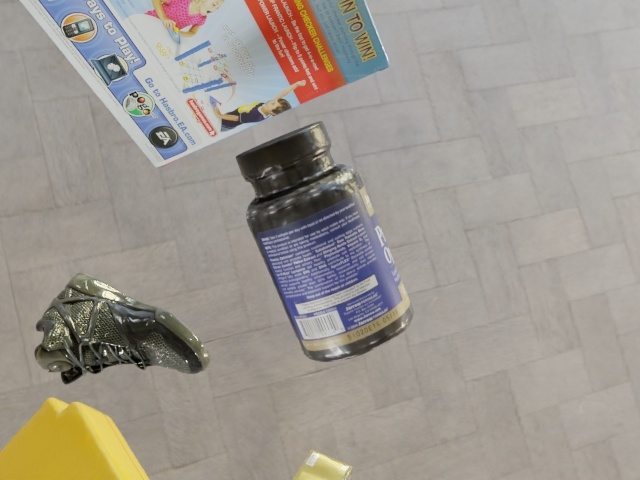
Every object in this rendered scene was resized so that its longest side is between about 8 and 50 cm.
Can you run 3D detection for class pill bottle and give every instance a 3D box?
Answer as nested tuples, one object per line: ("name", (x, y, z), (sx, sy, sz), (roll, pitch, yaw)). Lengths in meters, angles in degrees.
("pill bottle", (0.000, 0.000, 0.792), (0.123, 0.123, 0.219), (-26, 101, -22))

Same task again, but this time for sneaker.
("sneaker", (-0.244, 0.129, 0.938), (0.227, 0.087, 0.130), (21, 51, 21))

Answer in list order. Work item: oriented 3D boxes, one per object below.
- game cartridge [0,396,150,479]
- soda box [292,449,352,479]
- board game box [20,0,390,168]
("game cartridge", (-0.204, 0.288, 0.479), (0.324, 0.285, 0.053), (-47, 134, -4))
("soda box", (-0.027, 0.335, 0.915), (0.058, 0.061, 0.181), (19, 43, 21))
("board game box", (-0.118, -0.254, 0.827), (0.302, 0.308, 0.086), (-22, 50, 8))
